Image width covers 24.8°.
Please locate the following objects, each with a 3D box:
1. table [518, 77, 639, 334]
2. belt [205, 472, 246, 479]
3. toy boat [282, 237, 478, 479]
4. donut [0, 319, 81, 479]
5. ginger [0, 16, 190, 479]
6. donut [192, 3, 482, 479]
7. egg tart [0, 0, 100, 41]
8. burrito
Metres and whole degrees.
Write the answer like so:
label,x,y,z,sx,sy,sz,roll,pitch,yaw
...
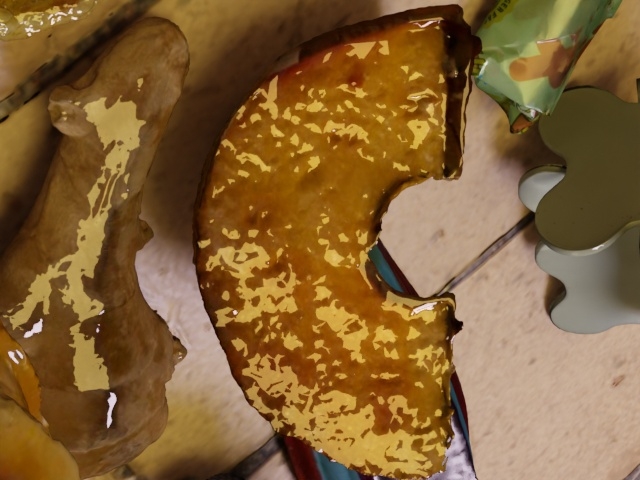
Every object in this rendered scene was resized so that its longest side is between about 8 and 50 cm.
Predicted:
label,x,y,z,sx,sy,sz,roll,pitch,yaw
table,0.227,0.007,0.985,0.166,0.166,0.198,-39,141,-12
belt,-0.062,0.260,0.933,0.140,0.126,0.230,-34,140,-56
toy boat,0.060,0.164,1.007,0.136,0.079,0.392,-33,129,-16
donut,-0.261,0.124,0.644,0.330,0.160,0.330,-7,131,-8
ginger,-0.135,0.043,0.775,0.148,0.081,0.333,9,110,-24
donut,-0.004,-0.005,0.795,0.152,0.101,0.259,3,95,-22
egg tart,-0.139,-0.145,0.675,0.105,0.039,0.105,-20,127,-28
burrito,0.164,-0.203,0.871,0.104,0.054,0.288,23,103,-42
